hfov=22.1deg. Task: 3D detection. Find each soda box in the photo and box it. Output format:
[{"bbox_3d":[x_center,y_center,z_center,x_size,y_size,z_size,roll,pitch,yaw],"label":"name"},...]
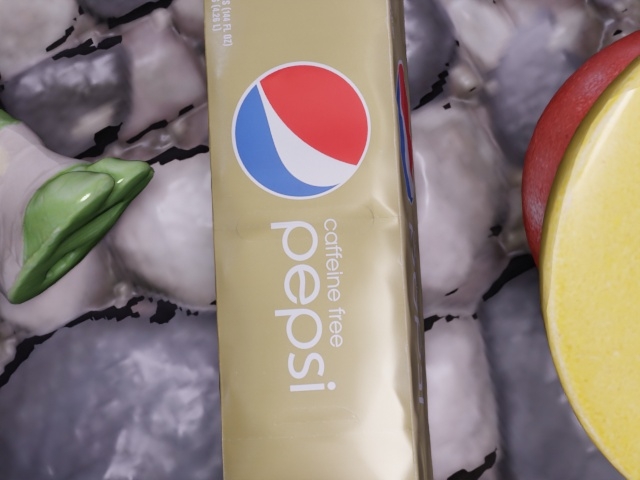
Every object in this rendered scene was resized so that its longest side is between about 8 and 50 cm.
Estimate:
[{"bbox_3d":[0.000,0.000,0.501,0.058,0.061,0.181,-5,81,8],"label":"soda box"}]

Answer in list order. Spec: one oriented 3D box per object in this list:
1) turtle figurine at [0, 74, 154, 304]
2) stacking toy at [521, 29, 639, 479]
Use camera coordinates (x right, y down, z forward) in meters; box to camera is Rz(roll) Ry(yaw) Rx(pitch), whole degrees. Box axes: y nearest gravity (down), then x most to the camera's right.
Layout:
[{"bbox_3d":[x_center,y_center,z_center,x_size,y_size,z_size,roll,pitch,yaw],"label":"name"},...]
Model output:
[{"bbox_3d":[-0.161,-0.108,0.477,0.275,0.198,0.266,-41,83,5],"label":"turtle figurine"},{"bbox_3d":[0.133,0.108,0.428,0.280,0.130,0.309,22,99,-11],"label":"stacking toy"}]
